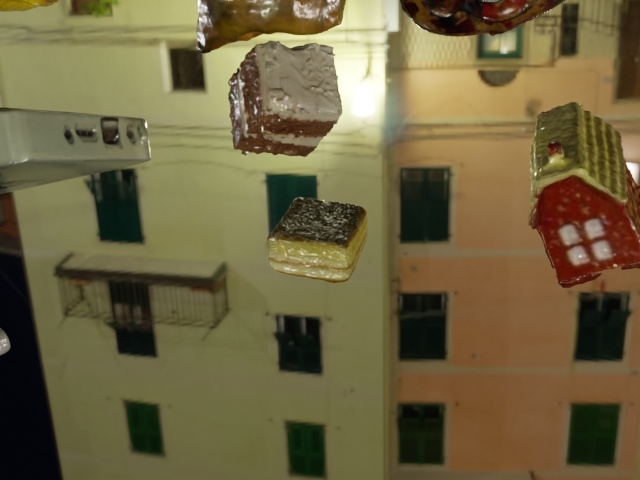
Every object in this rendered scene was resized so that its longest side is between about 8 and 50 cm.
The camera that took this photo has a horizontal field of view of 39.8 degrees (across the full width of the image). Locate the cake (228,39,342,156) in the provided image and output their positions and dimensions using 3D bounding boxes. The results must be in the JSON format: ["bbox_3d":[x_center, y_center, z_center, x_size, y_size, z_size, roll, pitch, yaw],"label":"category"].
[{"bbox_3d":[-0.051,-0.207,1.303,0.135,0.134,0.147,1,165,-28],"label":"cake"}]

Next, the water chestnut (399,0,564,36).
[{"bbox_3d":[0.219,-0.407,1.184,0.289,0.289,0.244,14,-176,34],"label":"water chestnut"}]

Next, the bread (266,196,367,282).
[{"bbox_3d":[0.000,0.000,1.925,0.184,0.110,0.234,8,-154,12],"label":"bread"}]

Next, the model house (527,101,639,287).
[{"bbox_3d":[0.409,-0.087,1.399,0.160,0.254,0.196,-13,-142,25],"label":"model house"}]

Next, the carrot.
[{"bbox_3d":[-0.069,-0.445,1.307,0.242,0.340,0.241,6,-158,-2],"label":"carrot"}]

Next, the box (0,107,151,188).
[{"bbox_3d":[-0.468,-0.113,1.228,0.373,0.090,0.367,-11,-177,18],"label":"box"}]

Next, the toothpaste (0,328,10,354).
[{"bbox_3d":[-0.564,0.193,1.238,0.099,0.068,0.282,21,-149,31],"label":"toothpaste"}]

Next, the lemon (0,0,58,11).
[{"bbox_3d":[-0.409,-0.411,1.098,0.233,0.288,0.233,-36,178,-1],"label":"lemon"}]
